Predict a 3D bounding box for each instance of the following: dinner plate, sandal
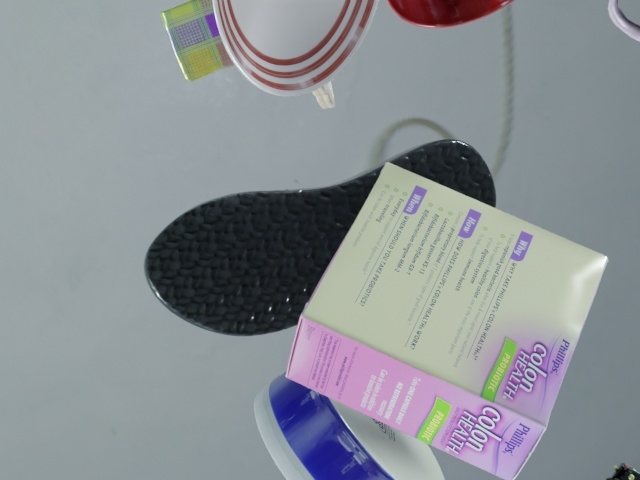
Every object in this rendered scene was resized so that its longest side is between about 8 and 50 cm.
[{"bbox_3d":[-0.013,-0.148,0.678,0.141,0.017,0.141,-23,120,-47],"label":"dinner plate"},{"bbox_3d":[0.002,0.002,1.510,0.446,0.107,0.167,-16,91,-20],"label":"sandal"}]

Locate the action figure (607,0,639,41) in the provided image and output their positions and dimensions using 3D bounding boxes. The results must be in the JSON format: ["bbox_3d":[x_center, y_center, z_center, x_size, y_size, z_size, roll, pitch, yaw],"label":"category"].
[{"bbox_3d":[0.505,-0.385,1.346,0.248,0.276,0.370,25,69,-4],"label":"action figure"}]

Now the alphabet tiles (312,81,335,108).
[{"bbox_3d":[-0.025,-0.319,1.638,0.021,0.278,0.284,-12,82,7],"label":"alphabet tiles"}]

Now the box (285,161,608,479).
[{"bbox_3d":[0.123,0.075,1.224,0.243,0.213,0.117,23,143,8],"label":"box"}]

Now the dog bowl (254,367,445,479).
[{"bbox_3d":[0.041,0.266,1.629,0.104,0.265,0.265,-42,118,12],"label":"dog bowl"}]

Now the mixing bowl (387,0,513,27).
[{"bbox_3d":[0.122,-0.286,1.113,0.181,0.098,0.181,-18,151,-10],"label":"mixing bowl"}]

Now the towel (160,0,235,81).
[{"bbox_3d":[-0.126,-0.210,1.312,0.060,0.009,0.083,-21,116,3],"label":"towel"}]

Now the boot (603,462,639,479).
[{"bbox_3d":[0.413,0.412,1.935,0.236,0.085,0.178,32,91,-30],"label":"boot"}]
